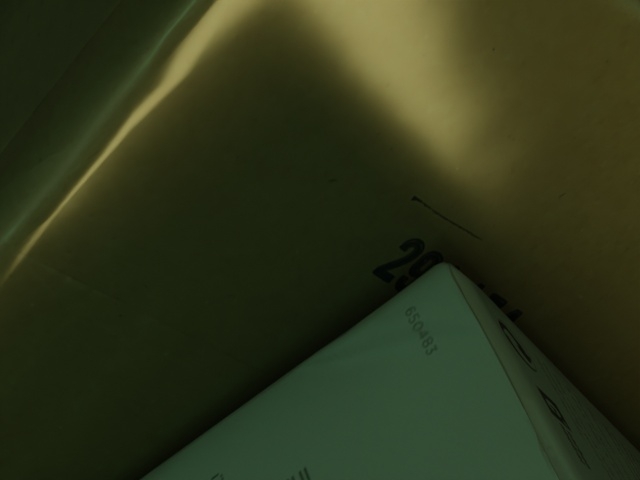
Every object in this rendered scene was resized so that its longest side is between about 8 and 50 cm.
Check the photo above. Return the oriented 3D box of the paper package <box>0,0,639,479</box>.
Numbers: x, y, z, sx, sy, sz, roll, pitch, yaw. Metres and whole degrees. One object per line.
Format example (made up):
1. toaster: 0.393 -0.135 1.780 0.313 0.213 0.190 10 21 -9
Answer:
1. paper package: 0.000 0.000 0.601 0.325 0.168 0.309 26 115 -38

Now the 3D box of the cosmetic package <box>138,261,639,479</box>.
1. cosmetic package: 0.077 0.202 0.585 0.217 0.156 0.385 -38 133 12
